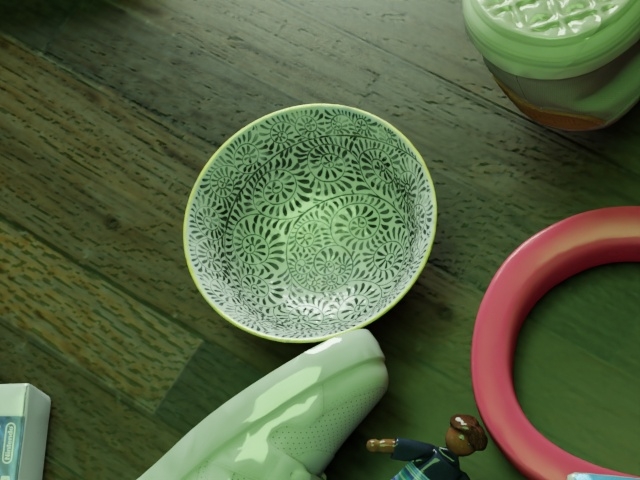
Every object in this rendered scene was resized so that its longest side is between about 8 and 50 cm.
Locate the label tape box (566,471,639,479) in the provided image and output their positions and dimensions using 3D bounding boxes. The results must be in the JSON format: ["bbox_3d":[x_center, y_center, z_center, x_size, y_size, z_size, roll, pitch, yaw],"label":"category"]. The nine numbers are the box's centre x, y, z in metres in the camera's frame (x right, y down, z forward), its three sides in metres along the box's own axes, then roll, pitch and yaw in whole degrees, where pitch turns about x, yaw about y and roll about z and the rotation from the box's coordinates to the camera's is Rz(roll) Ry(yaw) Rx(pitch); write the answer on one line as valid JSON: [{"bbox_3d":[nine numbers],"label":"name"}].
[{"bbox_3d":[0.222,0.300,0.696,0.249,0.115,0.348,5,61,9],"label":"label tape box"}]

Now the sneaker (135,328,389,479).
[{"bbox_3d":[-0.040,0.201,0.930,0.292,0.108,0.169,-41,68,4],"label":"sneaker"}]

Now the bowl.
[{"bbox_3d":[0.000,0.000,1.007,0.170,0.080,0.170,-5,68,11],"label":"bowl"}]

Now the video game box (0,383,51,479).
[{"bbox_3d":[-0.287,0.200,1.011,0.187,0.048,0.205,-4,68,14],"label":"video game box"}]

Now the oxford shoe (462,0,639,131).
[{"bbox_3d":[0.240,-0.244,1.035,0.169,0.130,0.449,24,61,26],"label":"oxford shoe"}]

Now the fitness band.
[{"bbox_3d":[0.240,0.083,0.939,0.290,0.054,0.209,8,68,14],"label":"fitness band"}]

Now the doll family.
[{"bbox_3d":[0.101,0.187,0.890,0.111,0.193,0.076,-48,21,9],"label":"doll family"}]
